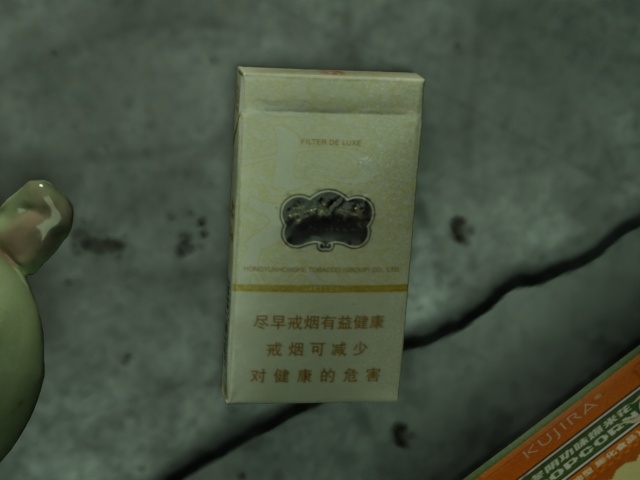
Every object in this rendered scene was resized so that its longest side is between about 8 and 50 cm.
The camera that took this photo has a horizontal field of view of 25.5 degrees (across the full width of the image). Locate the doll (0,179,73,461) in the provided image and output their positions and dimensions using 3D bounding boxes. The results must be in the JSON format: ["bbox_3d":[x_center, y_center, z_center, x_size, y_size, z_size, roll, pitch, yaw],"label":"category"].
[{"bbox_3d":[-0.217,0.079,0.622,0.155,0.113,0.275,36,72,-10],"label":"doll"}]

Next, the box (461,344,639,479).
[{"bbox_3d":[0.182,0.170,0.713,0.195,0.148,0.177,-37,105,1],"label":"box"}]

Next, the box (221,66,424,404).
[{"bbox_3d":[0.000,0.000,0.695,0.090,0.024,0.166,1,105,-11],"label":"box"}]
